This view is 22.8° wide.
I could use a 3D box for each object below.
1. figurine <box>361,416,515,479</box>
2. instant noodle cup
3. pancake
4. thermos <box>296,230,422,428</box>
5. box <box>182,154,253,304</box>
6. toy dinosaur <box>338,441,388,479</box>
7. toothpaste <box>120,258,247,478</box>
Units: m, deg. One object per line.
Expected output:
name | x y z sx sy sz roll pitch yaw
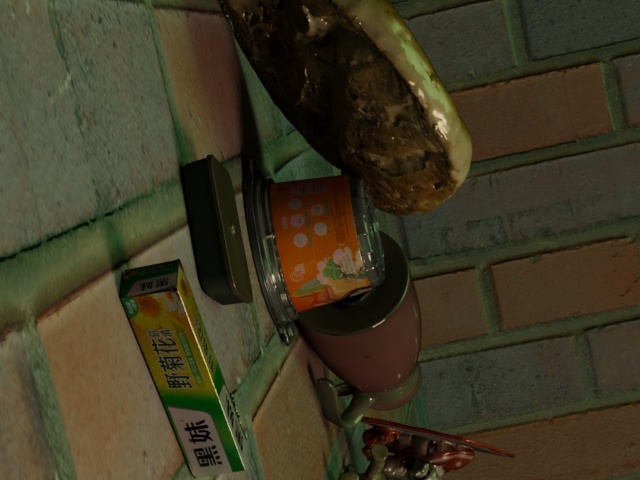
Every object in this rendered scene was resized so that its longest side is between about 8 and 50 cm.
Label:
figurine | 0.120 0.356 2.030 0.160 0.183 0.226 25 76 -56
instant noodle cup | 0.000 0.000 1.729 0.177 0.126 0.208 -85 162 -70
pancake | 0.020 -0.182 1.700 0.387 0.082 0.387 45 -17 18
thermos | 0.050 0.122 1.907 0.176 0.146 0.265 -53 151 -21
box | -0.090 -0.007 1.392 0.091 0.031 0.126 46 32 -77
toy dinosaur | 0.057 0.347 1.881 0.188 0.075 0.247 86 -9 -57
toothpaste | -0.094 0.093 1.128 0.037 0.043 0.178 -92 168 -54
